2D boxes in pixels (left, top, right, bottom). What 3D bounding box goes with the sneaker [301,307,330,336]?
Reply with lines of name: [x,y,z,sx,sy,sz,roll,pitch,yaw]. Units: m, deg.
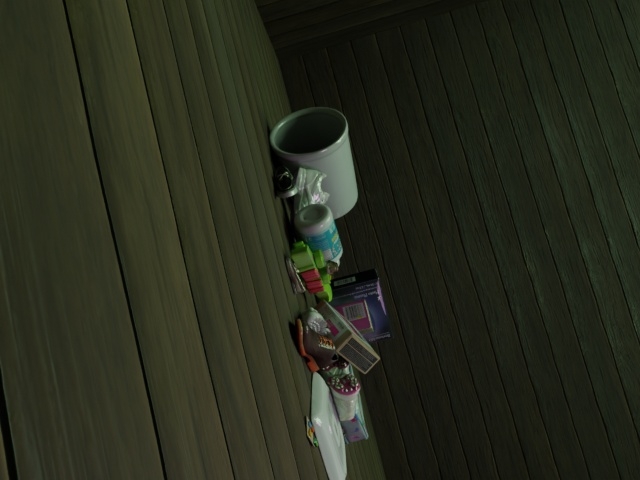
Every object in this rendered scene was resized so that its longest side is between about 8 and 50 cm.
sneaker: [-0.031,0.260,1.667,0.235,0.090,0.095,75,-11,-69]

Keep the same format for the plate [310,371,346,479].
plate: [0.029,0.566,1.534,0.277,0.045,0.278,-85,160,-76]

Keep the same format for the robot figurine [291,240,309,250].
robot figurine: [-0.067,0.055,1.903,0.101,0.067,0.115,-118,-173,-47]

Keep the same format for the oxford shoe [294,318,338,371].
oxford shoe: [-0.012,0.301,1.537,0.271,0.098,0.097,70,7,-54]

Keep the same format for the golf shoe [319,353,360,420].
golf shoe: [0.055,0.487,1.740,0.306,0.115,0.140,-122,-151,-76]

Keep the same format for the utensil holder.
utensil holder: [-0.012,-0.317,2.218,0.386,0.327,0.328,72,5,-45]

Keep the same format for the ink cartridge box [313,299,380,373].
ink cartridge box: [0.083,0.342,1.849,0.193,0.088,0.235,46,0,-37]

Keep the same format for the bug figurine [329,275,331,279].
bug figurine: [0.003,0.046,2.214,0.279,0.072,0.216,-76,146,-56]

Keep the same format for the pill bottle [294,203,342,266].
pill bottle: [0.000,0.000,1.972,0.146,0.146,0.264,-100,174,-49]

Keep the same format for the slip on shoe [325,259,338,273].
slip on shoe: [0.043,0.092,1.820,0.135,0.041,0.052,4,76,-86]

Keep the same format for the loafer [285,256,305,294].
loafer: [-0.081,0.112,1.689,0.045,0.039,0.125,-75,150,-83]

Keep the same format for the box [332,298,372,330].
box: [0.099,0.335,2.126,0.243,0.213,0.117,60,16,-74]

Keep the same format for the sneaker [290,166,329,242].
sneaker: [-0.041,-0.129,2.026,0.114,0.152,0.305,-121,-145,-75]

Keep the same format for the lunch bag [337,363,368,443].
lunch bag: [0.091,0.585,1.878,0.279,0.107,0.224,-99,175,-52]

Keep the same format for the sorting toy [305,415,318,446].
sorting toy: [-0.022,0.493,1.320,0.062,0.012,0.083,-101,174,-49]

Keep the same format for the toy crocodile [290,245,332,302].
toy crocodile: [-0.030,0.122,1.821,0.341,0.115,0.105,69,7,-59]

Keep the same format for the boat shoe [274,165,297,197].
boat shoe: [-0.138,-0.219,1.919,0.219,0.077,0.070,-115,-172,-64]

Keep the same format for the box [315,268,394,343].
box: [0.155,0.320,2.368,0.183,0.296,0.294,-89,163,-78]
